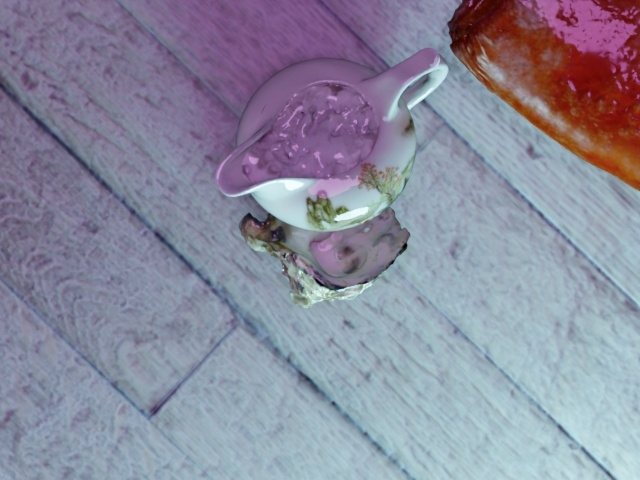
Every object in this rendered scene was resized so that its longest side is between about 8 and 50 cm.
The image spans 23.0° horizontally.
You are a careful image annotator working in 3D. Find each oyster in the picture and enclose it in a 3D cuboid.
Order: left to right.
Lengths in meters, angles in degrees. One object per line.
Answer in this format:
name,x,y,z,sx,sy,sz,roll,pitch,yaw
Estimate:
oyster,0.000,0.000,1.847,0.191,0.081,0.163,24,69,-1

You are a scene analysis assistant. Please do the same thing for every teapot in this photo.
teapot,0.015,-0.120,1.782,0.298,0.139,0.204,-36,73,-10

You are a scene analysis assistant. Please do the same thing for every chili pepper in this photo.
chili pepper,0.316,-0.228,1.732,0.305,0.229,0.251,34,113,-1
